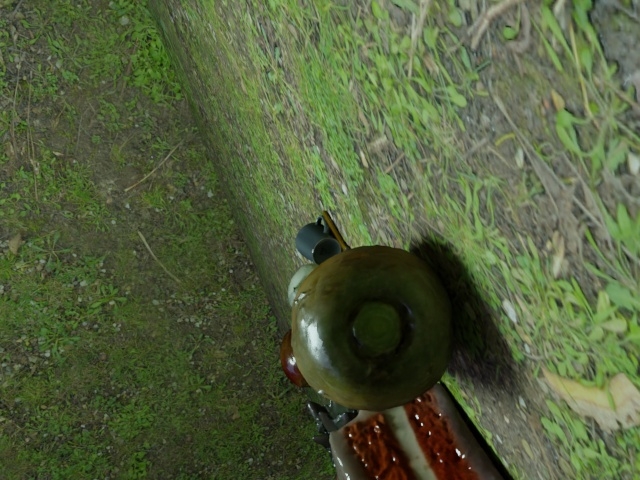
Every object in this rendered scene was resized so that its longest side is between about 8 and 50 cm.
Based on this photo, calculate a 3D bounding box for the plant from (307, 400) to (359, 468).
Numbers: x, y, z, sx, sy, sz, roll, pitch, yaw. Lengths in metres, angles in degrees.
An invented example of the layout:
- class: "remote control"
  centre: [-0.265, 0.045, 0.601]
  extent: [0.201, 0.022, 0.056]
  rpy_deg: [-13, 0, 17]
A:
- class: "plant"
  centre: [0.082, 0.553, 1.996]
  extent: [0.181, 0.194, 0.321]
  rpy_deg: [35, 151, 63]

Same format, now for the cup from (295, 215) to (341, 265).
- class: "cup"
  centre: [0.000, 0.000, 1.501]
  extent: [0.077, 0.078, 0.100]
  rpy_deg: [39, 122, 57]

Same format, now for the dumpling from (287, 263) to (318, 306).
- class: "dumpling"
  centre: [-0.002, 0.138, 1.730]
  extent: [0.166, 0.126, 0.216]
  rpy_deg: [39, 159, -1]

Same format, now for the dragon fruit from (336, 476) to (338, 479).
- class: "dragon fruit"
  centre: [0.142, 0.566, 1.758]
  extent: [0.147, 0.211, 0.282]
  rpy_deg: [62, 144, 19]

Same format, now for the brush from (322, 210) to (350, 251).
- class: "brush"
  centre: [0.042, 0.006, 1.439]
  extent: [0.043, 0.014, 0.170]
  rpy_deg: [87, 157, -60]

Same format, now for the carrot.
- class: "carrot"
  centre: [0.069, 0.126, 1.029]
  extent: [0.341, 0.224, 0.224]
  rpy_deg: [81, 163, -82]

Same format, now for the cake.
- class: "cake"
  centre: [0.167, 0.418, 1.164]
  extent: [0.309, 0.237, 0.230]
  rpy_deg: [-122, 15, -46]

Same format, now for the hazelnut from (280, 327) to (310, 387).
- class: "hazelnut"
  centre: [-0.004, 0.269, 1.755]
  extent: [0.178, 0.204, 0.178]
  rpy_deg: [42, 142, 44]
